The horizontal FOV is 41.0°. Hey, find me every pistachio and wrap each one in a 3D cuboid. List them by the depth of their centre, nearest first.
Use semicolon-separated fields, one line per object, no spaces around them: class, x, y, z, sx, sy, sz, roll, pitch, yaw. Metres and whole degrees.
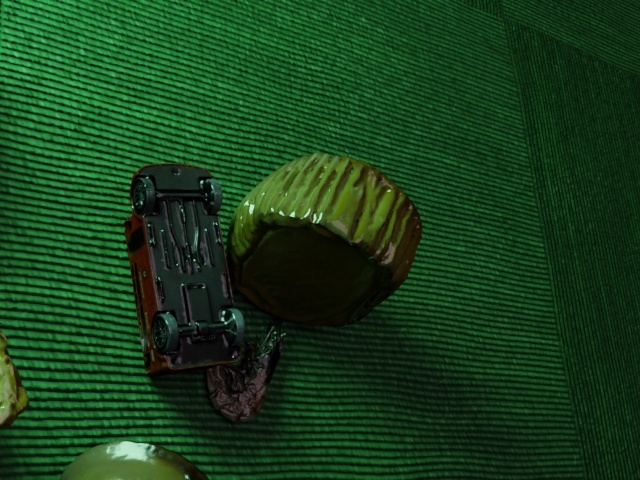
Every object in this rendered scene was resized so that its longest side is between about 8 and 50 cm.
pistachio;-0.185;0.300;0.906;0.210;0.130;0.165;24;93;15

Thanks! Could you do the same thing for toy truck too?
toy truck;-0.178;0.036;1.052;0.107;0.114;0.253;-2;73;-35

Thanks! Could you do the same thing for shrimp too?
shrimp;-0.094;0.157;1.115;0.091;0.034;0.161;38;54;-18

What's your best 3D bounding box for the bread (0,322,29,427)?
bread;-0.402;0.105;0.833;0.143;0.139;0.229;-28;89;-39

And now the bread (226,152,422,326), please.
bread;0.000;0.000;1.114;0.227;0.253;0.142;32;52;-12
